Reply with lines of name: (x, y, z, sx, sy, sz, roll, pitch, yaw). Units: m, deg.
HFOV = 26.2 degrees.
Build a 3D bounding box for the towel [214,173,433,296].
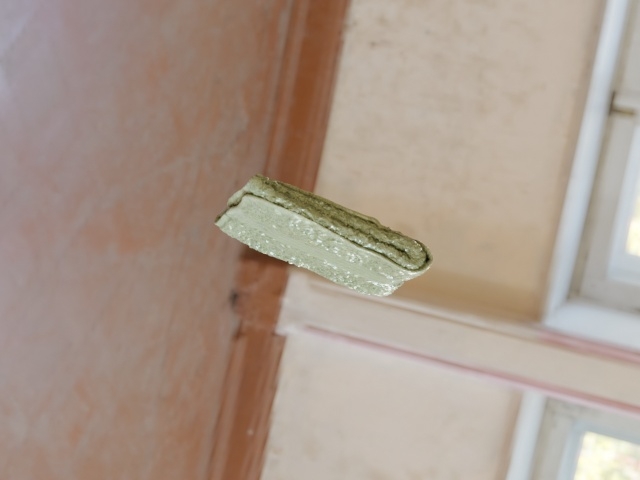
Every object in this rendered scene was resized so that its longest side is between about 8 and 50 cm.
towel: (0.000, 0.000, 1.001, 0.110, 0.148, 0.027, 137, -26, -68)
